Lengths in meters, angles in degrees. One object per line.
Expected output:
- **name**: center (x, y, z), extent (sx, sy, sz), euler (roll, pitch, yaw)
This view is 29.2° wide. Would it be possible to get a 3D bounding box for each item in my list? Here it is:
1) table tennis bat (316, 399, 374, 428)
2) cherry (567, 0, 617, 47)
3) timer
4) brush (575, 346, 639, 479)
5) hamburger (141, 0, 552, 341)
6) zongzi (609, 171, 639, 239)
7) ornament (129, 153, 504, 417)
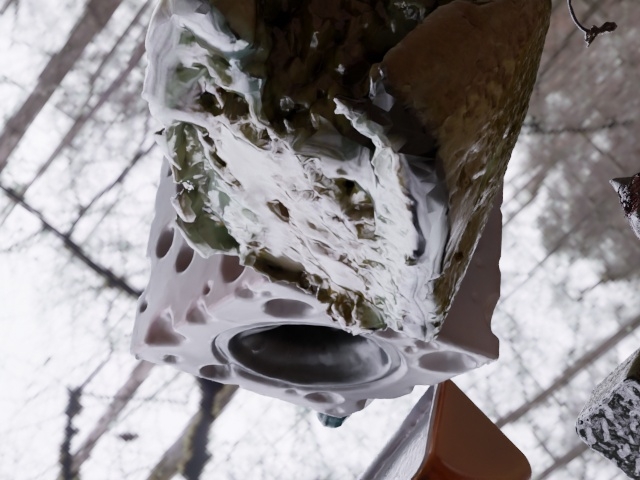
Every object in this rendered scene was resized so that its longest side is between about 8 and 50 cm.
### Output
- **table tennis bat**: center (0.058, 0.164, 1.447), extent (0.033, 0.124, 0.201), euler (33, -145, 17)
- **cherry**: center (0.287, -0.338, 1.379), extent (0.107, 0.090, 0.225), euler (-42, -64, -41)
- **timer**: center (0.093, 0.310, 1.352), extent (0.161, 0.257, 0.250), euler (39, -161, 13)
- **brush**: center (0.331, 0.191, 1.096), extent (0.197, 0.123, 0.059), euler (41, -127, 10)
- **hamburger**: center (0.018, -0.076, 0.619), extent (0.168, 0.288, 0.192), euler (20, -115, 11)
- **zongzi**: center (0.278, -0.037, 1.064), extent (0.067, 0.073, 0.083), euler (41, -114, -41)
- **ornament**: center (0.000, 0.000, 1.113), extent (0.239, 0.240, 0.239), euler (22, -120, -28)
